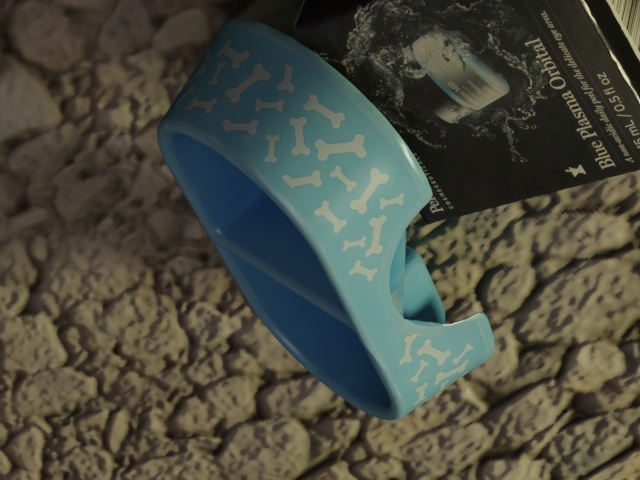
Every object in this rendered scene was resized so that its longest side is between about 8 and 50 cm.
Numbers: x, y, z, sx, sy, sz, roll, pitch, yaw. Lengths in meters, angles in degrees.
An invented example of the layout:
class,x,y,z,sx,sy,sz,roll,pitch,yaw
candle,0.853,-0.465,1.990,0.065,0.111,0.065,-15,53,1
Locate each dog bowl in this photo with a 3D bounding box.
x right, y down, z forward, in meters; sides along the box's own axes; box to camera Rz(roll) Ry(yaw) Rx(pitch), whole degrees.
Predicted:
class,x,y,z,sx,sy,sz,roll,pitch,yaw
dog bowl,0.000,0.000,1.066,0.166,0.074,0.297,31,159,38

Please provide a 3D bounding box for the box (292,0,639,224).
class,x,y,z,sx,sy,sz,roll,pitch,yaw
box,0.097,-0.107,0.987,0.158,0.093,0.156,-15,128,32
